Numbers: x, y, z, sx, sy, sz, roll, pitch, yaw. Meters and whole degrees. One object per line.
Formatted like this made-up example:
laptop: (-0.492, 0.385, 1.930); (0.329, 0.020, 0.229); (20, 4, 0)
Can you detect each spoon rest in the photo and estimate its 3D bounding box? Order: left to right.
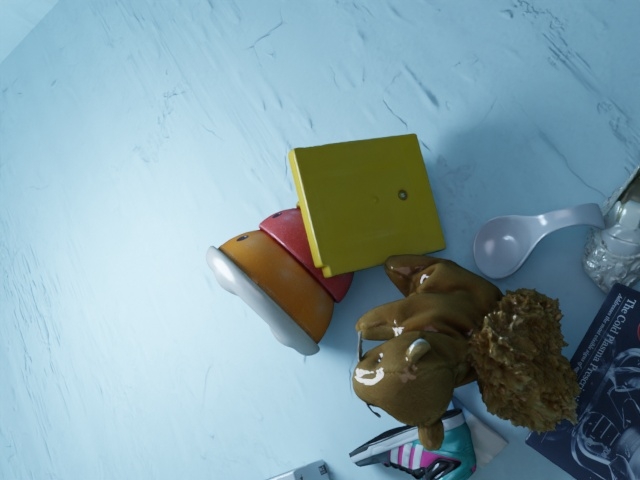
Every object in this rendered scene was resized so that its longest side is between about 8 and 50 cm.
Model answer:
spoon rest: (0.434, -0.010, 1.152); (0.276, 0.084, 0.137); (-27, 61, 41)

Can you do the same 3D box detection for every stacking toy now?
stacking toy: (0.000, 0.000, 1.322); (0.350, 0.350, 0.480); (39, 79, 26)

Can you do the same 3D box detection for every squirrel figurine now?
squirrel figurine: (0.248, 0.197, 0.987); (0.397, 0.370, 0.281); (1, 100, 24)

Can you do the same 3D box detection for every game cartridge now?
game cartridge: (0.108, -0.084, 1.231); (0.053, 0.324, 0.285); (-24, 78, 65)

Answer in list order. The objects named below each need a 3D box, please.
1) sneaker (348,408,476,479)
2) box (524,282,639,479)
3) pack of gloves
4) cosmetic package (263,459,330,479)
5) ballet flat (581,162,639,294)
sneaker: (0.209, 0.488, 1.185); (0.295, 0.124, 0.178); (-31, 74, 32)
box: (0.596, 0.301, 0.951); (0.312, 0.179, 0.343); (30, 94, 45)
pack of gloves: (0.331, 0.336, 1.204); (0.232, 0.046, 0.195); (44, 99, 16)
cosmetic package: (-0.076, 0.617, 1.272); (0.184, 0.151, 0.151); (-28, 70, 20)
ballet flat: (0.636, -0.089, 1.080); (0.147, 0.147, 0.409); (31, 94, 27)
